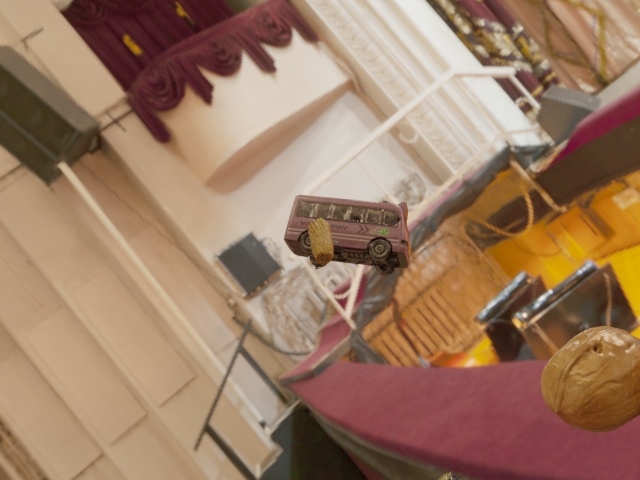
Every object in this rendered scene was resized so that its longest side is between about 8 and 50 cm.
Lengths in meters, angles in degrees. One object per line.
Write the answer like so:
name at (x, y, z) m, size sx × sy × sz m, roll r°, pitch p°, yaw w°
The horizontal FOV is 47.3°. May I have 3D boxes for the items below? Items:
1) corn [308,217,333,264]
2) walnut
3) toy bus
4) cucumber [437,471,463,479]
corn at (0.000, 0.000, 0.838) m, size 0.083 × 0.027 × 0.028 m, roll -99°, pitch 25°, yaw -59°
walnut at (0.539, 0.267, 1.413) m, size 0.225 × 0.193 × 0.193 m, roll -26°, pitch -5°, yaw -9°
toy bus at (0.049, -0.012, 1.184) m, size 0.096 × 0.198 × 0.108 m, roll 62°, pitch -144°, yaw -67°
cucumber at (0.307, 0.466, 1.165) m, size 0.072 × 0.300 × 0.072 m, roll -61°, pitch -1°, yaw -2°
